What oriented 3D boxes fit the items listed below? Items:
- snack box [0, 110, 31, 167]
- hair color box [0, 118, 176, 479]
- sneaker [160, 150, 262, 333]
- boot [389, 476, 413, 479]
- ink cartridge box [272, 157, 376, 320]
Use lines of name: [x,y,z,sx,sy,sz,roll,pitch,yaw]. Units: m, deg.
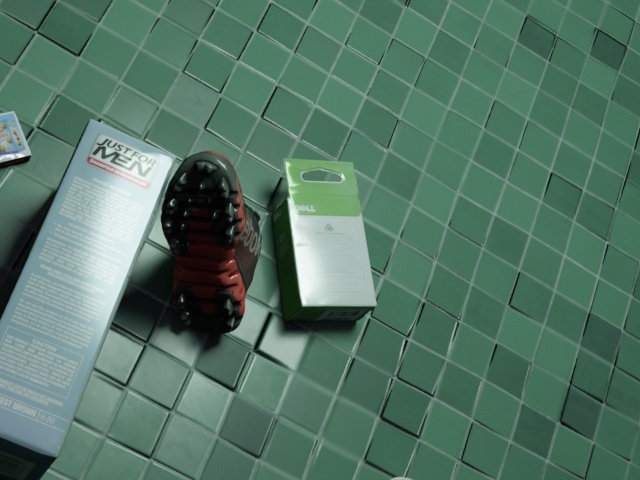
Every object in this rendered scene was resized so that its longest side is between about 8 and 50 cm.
snack box: [-0.445,-0.107,1.416,0.178,0.022,0.064,-17,76,-30]
hair color box: [-0.292,0.072,1.314,0.113,0.185,0.374,24,60,-12]
sneaker: [-0.127,-0.017,1.403,0.097,0.276,0.135,9,47,8]
boot: [0.165,0.359,1.462,0.190,0.086,0.069,41,58,-4]
ink cartridge box: [0.000,0.000,1.553,0.109,0.062,0.209,1,68,-24]
